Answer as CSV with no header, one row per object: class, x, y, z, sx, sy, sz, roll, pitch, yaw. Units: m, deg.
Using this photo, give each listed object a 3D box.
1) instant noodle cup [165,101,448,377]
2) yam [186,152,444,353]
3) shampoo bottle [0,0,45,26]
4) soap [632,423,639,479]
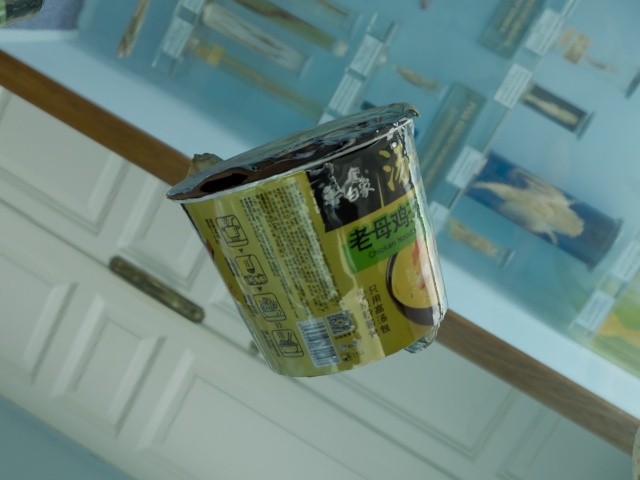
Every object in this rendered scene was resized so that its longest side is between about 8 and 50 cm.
instant noodle cup,0.000,0.000,0.476,0.151,0.151,0.122,-49,124,-67
yam,-0.011,0.010,0.874,0.067,0.317,0.071,-51,173,-51
shampoo bottle,-0.286,-0.124,0.400,0.283,0.101,0.101,-24,159,-24
soap,0.251,0.242,0.330,0.115,0.427,0.306,-28,-156,1
